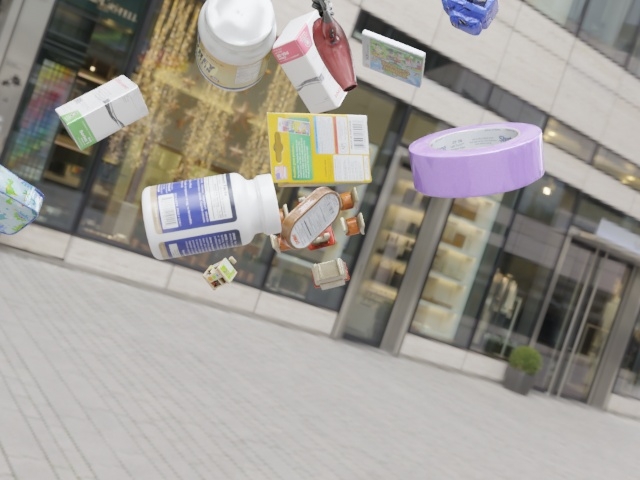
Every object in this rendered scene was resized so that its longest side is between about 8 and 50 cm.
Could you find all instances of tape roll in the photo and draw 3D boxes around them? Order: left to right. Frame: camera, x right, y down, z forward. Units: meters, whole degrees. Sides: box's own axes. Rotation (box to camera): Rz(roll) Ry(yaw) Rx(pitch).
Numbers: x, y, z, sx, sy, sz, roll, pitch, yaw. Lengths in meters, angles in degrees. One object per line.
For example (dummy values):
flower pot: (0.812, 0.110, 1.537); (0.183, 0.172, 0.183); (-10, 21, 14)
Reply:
tape roll: (0.328, -0.173, 1.532); (0.274, 0.090, 0.275); (-10, 18, 3)

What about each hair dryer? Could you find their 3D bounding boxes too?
hair dryer: (0.011, -0.477, 1.683); (0.224, 0.080, 0.294); (-92, 157, -58)

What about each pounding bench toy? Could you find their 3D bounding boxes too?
pounding bench toy: (-0.261, 0.082, 1.909); (0.052, 0.065, 0.083); (54, 32, -17)

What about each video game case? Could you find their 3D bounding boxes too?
video game case: (0.233, -0.583, 2.343); (0.212, 0.023, 0.193); (24, -14, 11)

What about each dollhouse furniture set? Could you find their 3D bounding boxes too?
dollhouse furniture set: (0.000, 0.000, 2.060); (0.262, 0.259, 0.135); (-14, -14, 2)

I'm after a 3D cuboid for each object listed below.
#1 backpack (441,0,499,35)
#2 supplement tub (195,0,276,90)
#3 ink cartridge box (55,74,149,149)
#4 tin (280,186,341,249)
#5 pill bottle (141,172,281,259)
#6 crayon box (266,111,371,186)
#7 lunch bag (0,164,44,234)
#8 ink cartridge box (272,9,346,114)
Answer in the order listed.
backpack: (0.336, -0.539, 1.672); (0.120, 0.101, 0.098); (33, -1, 16)
supplement tub: (-0.251, -0.599, 2.151); (0.228, 0.228, 0.316); (19, -13, -7)
ink cartridge box: (-0.613, -0.364, 2.045); (0.160, 0.219, 0.093); (40, -24, 51)
tin: (-0.022, -0.055, 1.830); (0.040, 0.189, 0.106); (27, -27, 43)
pill bottle: (-0.220, -0.055, 1.490); (0.264, 0.153, 0.153); (-9, 3, -6)
crayon box: (-0.016, -0.261, 2.104); (0.322, 0.203, 0.083); (-3, -2, -28)
lunch bag: (-0.852, -0.113, 1.886); (0.176, 0.090, 0.219); (-29, -49, 32)
ink cartridge box: (-0.022, -0.607, 2.495); (0.117, 0.207, 0.283); (-11, -53, 35)
